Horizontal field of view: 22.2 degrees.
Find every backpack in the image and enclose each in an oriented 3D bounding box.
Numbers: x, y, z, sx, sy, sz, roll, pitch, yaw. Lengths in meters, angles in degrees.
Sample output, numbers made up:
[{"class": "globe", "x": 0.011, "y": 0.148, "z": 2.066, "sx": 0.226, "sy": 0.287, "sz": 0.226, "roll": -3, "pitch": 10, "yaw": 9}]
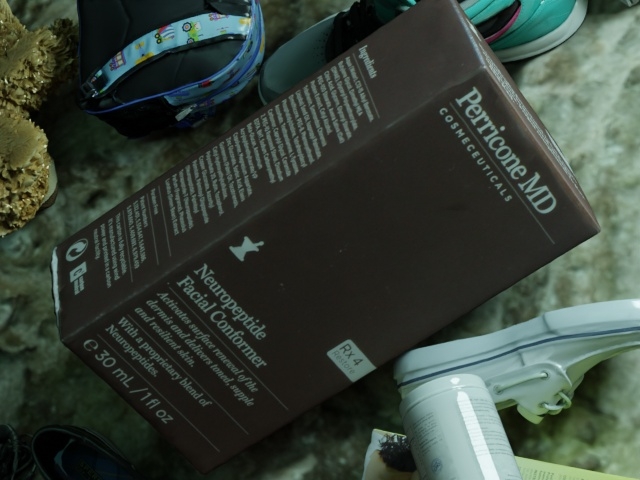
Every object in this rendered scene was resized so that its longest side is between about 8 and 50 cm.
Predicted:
[{"class": "backpack", "x": -0.124, "y": -0.182, "z": 1.453, "sx": 0.173, "sy": 0.117, "sz": 0.158, "roll": -15, "pitch": 65, "yaw": 20}]

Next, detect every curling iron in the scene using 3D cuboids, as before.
[{"class": "curling iron", "x": -0.372, "y": 0.233, "z": 1.461, "sx": 0.274, "sy": 0.035, "sz": 0.068, "roll": -22, "pitch": 63, "yaw": 16}]

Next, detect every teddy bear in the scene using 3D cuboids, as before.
[{"class": "teddy bear", "x": -0.326, "y": -0.131, "z": 1.549, "sx": 0.245, "sy": 0.113, "sz": 0.338, "roll": -45, "pitch": 52, "yaw": -4}]

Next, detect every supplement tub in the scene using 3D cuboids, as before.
[{"class": "supplement tub", "x": 0.104, "y": 0.159, "z": 1.180, "sx": 0.071, "sy": 0.071, "sz": 0.107, "roll": -26, "pitch": 59, "yaw": 14}]

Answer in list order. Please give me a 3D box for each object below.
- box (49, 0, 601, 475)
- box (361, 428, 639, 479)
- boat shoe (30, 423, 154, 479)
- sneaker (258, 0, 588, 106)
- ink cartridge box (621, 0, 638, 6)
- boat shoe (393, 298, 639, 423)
[{"class": "box", "x": 0.000, "y": 0.000, "z": 1.267, "sx": 0.381, "sy": 0.191, "sz": 0.143, "roll": -34, "pitch": 34, "yaw": 11}, {"class": "box", "x": 0.142, "y": 0.206, "z": 1.221, "sx": 0.232, "sy": 0.058, "sz": 0.087, "roll": 6, "pitch": 74, "yaw": 26}, {"class": "boat shoe", "x": -0.157, "y": 0.223, "z": 1.342, "sx": 0.228, "sy": 0.076, "sz": 0.080, "roll": 40, "pitch": 91, "yaw": 31}, {"class": "sneaker", "x": 0.057, "y": -0.189, "z": 1.336, "sx": 0.296, "sy": 0.178, "sz": 0.123, "roll": -19, "pitch": 64, "yaw": 18}, {"class": "ink cartridge box", "x": 0.218, "y": -0.355, "z": 1.361, "sx": 0.197, "sy": 0.114, "sz": 0.273, "roll": -48, "pitch": 60, "yaw": 1}, {"class": "boat shoe", "x": 0.165, "y": 0.102, "z": 1.246, "sx": 0.226, "sy": 0.083, "sz": 0.075, "roll": -18, "pitch": 75, "yaw": 31}]
